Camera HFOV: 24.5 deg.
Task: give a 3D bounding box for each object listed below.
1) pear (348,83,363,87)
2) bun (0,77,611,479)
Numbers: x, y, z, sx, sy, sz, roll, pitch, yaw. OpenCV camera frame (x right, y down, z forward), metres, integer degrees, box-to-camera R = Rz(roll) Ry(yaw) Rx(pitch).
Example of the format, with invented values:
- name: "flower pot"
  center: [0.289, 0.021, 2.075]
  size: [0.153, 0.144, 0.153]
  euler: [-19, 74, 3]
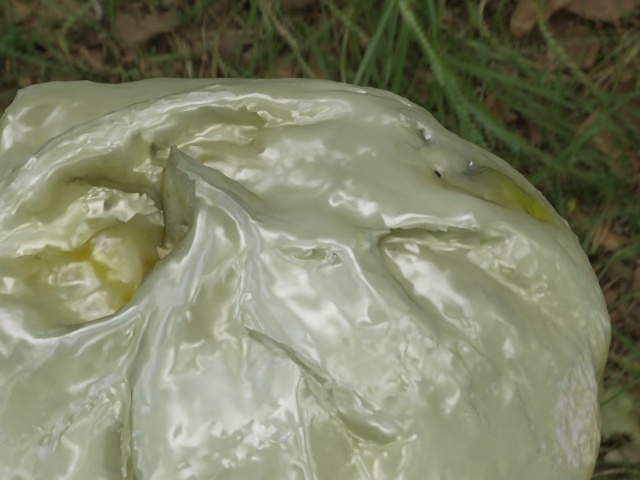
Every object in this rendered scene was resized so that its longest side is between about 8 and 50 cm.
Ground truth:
- name: "pear"
  center: [0.000, 0.000, 1.455]
  size: [0.314, 0.314, 0.314]
  euler: [1, 72, -2]
- name: "bun"
  center: [-0.047, 0.037, 0.694]
  size: [0.365, 0.219, 0.365]
  euler: [-4, 40, 3]
